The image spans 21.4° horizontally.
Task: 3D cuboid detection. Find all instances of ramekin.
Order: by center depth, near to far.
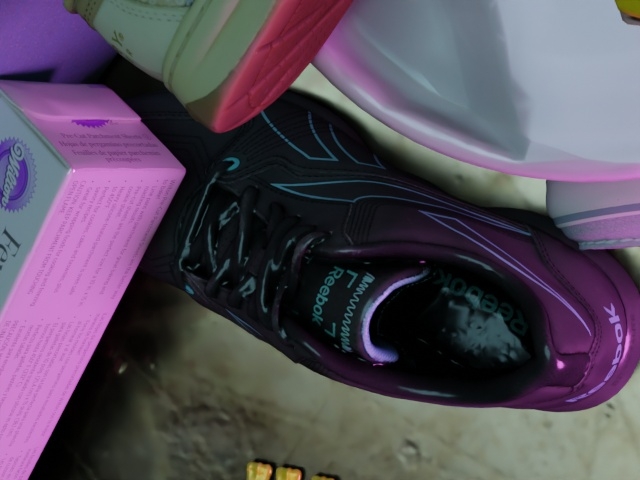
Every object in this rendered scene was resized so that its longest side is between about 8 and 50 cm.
[{"bbox_3d":[0.107,-0.158,0.631,0.273,0.127,0.272,2,96,17],"label":"ramekin"}]

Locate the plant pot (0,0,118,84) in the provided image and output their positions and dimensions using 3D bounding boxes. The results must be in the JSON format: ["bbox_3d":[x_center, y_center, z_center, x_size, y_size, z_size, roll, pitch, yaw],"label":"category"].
[{"bbox_3d":[-0.140,-0.161,0.697,0.166,0.165,0.234,44,100,10],"label":"plant pot"}]

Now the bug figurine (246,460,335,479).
[{"bbox_3d":[0.003,0.245,0.732,0.216,0.072,0.279,6,97,17],"label":"bug figurine"}]

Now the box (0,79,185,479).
[{"bbox_3d":[-0.162,0.079,0.735,0.063,0.067,0.324,45,121,29],"label":"box"}]

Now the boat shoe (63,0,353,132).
[{"bbox_3d":[0.009,-0.171,0.539,0.089,0.104,0.285,36,106,10],"label":"boat shoe"}]

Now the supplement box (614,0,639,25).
[{"bbox_3d":[0.241,-0.186,0.384,0.194,0.356,0.195,23,138,33],"label":"supplement box"}]

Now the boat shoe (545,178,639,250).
[{"bbox_3d":[0.198,0.005,0.641,0.228,0.079,0.081,1,91,15],"label":"boat shoe"}]

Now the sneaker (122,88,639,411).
[{"bbox_3d":[0.000,0.000,0.693,0.267,0.106,0.101,17,103,17],"label":"sneaker"}]
